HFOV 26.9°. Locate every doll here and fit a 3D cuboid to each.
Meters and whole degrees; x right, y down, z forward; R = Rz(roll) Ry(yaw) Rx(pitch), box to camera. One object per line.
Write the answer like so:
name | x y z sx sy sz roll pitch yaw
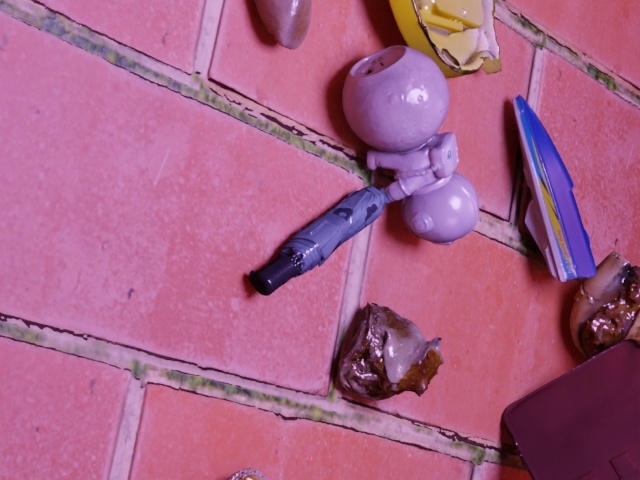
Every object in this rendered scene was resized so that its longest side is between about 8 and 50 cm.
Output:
doll | 0.134 -0.118 1.810 0.151 0.151 0.287 -44 119 -37

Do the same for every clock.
clock | 0.162 -0.365 1.899 0.293 0.071 0.277 17 68 -56

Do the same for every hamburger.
hamburger | 0.505 0.142 2.162 0.245 0.155 0.282 -12 131 -32

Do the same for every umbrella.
umbrella | 0.002 0.001 1.735 0.250 0.053 0.052 -38 116 -42

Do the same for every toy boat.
toy boat | 0.346 -0.084 2.072 0.129 0.088 0.295 -52 125 -75

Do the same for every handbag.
handbag | 0.420 0.291 1.963 0.260 0.275 0.084 -30 122 2

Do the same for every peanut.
peanut | -0.048 -0.315 1.680 0.076 0.076 0.152 -20 101 -45

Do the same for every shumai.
shumai | 0.105 0.151 1.795 0.145 0.116 0.146 3 86 -45

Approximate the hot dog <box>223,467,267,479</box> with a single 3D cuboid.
hot dog | -0.067 0.356 1.657 0.099 0.053 0.192 -56 128 -36
